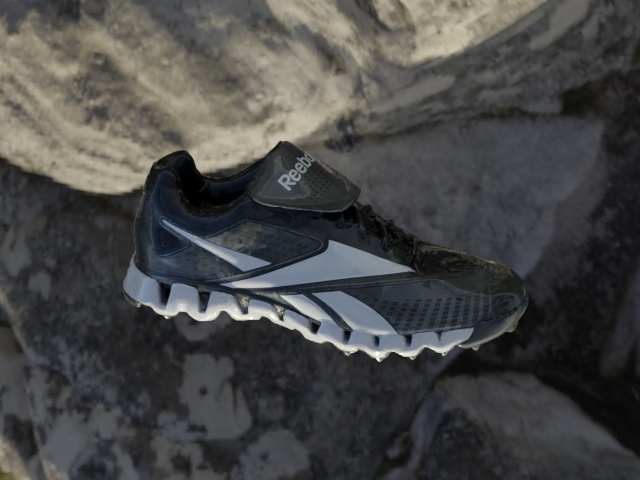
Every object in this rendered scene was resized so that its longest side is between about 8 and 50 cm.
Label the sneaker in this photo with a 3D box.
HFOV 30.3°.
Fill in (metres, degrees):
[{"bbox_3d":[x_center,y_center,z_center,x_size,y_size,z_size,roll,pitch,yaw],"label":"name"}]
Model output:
[{"bbox_3d":[0.000,0.000,0.656,0.234,0.078,0.106,8,117,12],"label":"sneaker"}]
